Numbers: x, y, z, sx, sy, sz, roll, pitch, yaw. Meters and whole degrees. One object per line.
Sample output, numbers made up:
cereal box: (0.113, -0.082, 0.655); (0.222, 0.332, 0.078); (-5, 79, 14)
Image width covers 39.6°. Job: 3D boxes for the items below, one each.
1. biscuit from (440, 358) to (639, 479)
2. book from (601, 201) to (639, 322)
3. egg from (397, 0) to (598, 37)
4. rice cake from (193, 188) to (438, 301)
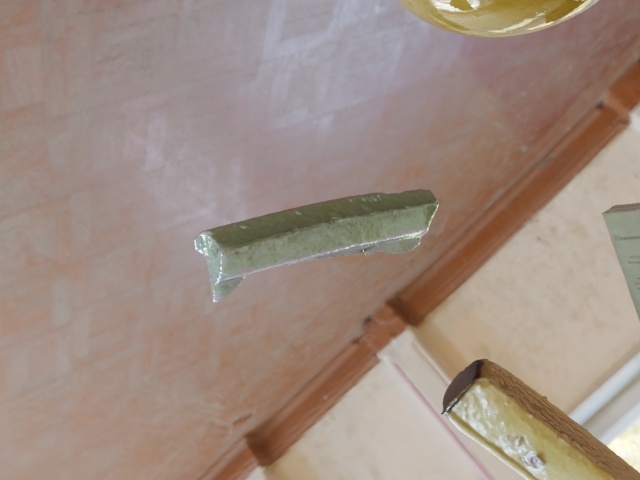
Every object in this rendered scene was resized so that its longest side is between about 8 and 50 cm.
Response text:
biscuit: (0.182, 0.169, 0.705); (0.056, 0.188, 0.052); (-52, -177, 21)
book: (0.469, 0.085, 1.120); (0.025, 0.283, 0.215); (-21, -174, -19)
egg: (0.159, -0.313, 0.683); (0.322, 0.250, 0.250); (-62, 151, -1)
rice cake: (0.002, -0.003, 0.969); (0.290, 0.051, 0.081); (-14, 126, -28)
